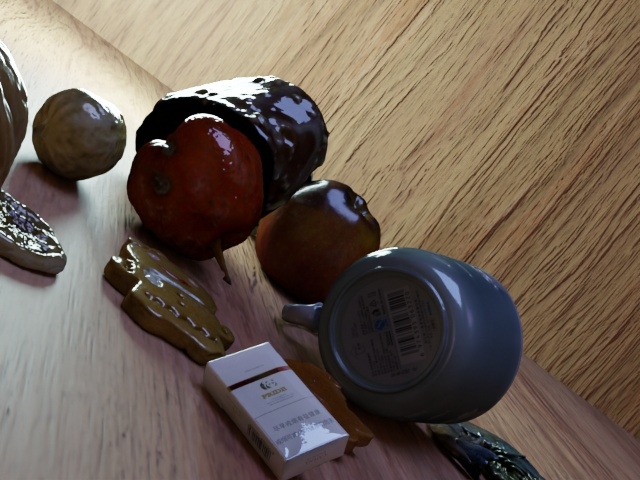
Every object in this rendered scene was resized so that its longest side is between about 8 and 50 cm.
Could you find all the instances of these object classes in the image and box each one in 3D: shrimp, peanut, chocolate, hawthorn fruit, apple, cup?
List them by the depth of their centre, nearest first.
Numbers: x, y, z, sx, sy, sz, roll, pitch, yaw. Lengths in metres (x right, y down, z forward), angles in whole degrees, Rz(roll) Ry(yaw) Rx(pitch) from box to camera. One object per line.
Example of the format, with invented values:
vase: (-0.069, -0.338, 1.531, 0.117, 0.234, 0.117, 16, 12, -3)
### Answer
peanut: (-0.340, -0.148, 1.463, 0.129, 0.129, 0.224, 39, -2, -2)
hawthorn fruit: (-0.171, -0.048, 1.513, 0.207, 0.207, 0.243, 21, 45, -66)
cup: (0.101, 0.135, 1.563, 0.356, 0.259, 0.274, 8, -6, 25)
shrimp: (0.272, 0.351, 1.646, 0.178, 0.075, 0.289, 23, 17, -38)
chocolate: (-0.131, -0.168, 1.741, 0.340, 0.210, 0.225, 5, -61, 44)
apple: (0.000, 0.000, 1.865, 0.230, 0.230, 0.230, 38, 8, -6)

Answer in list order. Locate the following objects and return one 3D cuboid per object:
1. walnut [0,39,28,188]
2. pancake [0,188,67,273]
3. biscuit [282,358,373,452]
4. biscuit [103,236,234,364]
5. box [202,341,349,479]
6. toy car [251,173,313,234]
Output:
walnut: (-0.375, -0.134, 0.892, 0.261, 0.225, 0.225, 50, 5, -14)
pancake: (-0.332, -0.019, 1.100, 0.151, 0.025, 0.151, 38, 9, -7)
biscuit: (-0.019, 0.199, 1.250, 0.183, 0.043, 0.280, 36, 12, 6)
biscuit: (-0.183, 0.067, 1.267, 0.184, 0.035, 0.249, 37, 7, -19)
box: (-0.050, 0.178, 1.094, 0.084, 0.040, 0.154, -18, 46, -33)
toy car: (-0.077, -0.096, 1.980, 0.306, 0.136, 0.125, 102, -27, -59)
